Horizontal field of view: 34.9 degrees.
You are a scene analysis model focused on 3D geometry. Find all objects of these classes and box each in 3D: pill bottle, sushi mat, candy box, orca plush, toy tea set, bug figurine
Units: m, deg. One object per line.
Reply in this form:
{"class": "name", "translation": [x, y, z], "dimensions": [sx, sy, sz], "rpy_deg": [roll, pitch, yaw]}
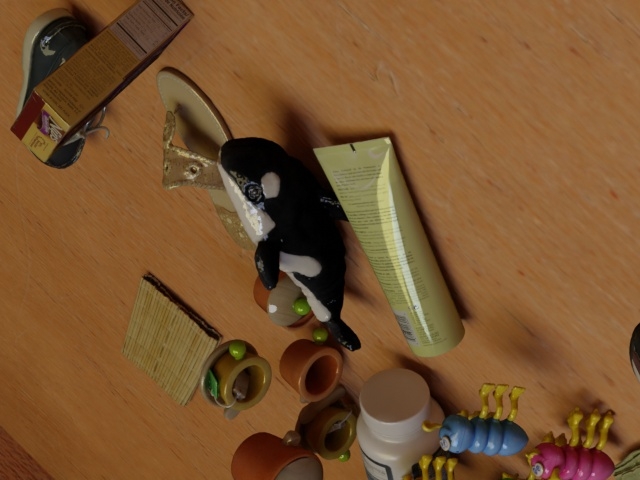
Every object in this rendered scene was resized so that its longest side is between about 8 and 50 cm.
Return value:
{"class": "pill bottle", "translation": [0.100, 0.239, 1.213], "dimensions": [0.108, 0.108, 0.180], "rpy_deg": [22, 143, 33]}
{"class": "sushi mat", "translation": [-0.244, 0.166, 1.618], "dimensions": [0.151, 0.019, 0.316], "rpy_deg": [42, 149, 7]}
{"class": "candy box", "translation": [-0.218, -0.169, 1.018], "dimensions": [0.053, 0.187, 0.109], "rpy_deg": [47, 149, -9]}
{"class": "orca plush", "translation": [0.000, 0.000, 1.053], "dimensions": [0.102, 0.151, 0.287], "rpy_deg": [-12, 120, 19]}
{"class": "toy tea set", "translation": [-0.028, 0.193, 1.227], "dimensions": [0.124, 0.200, 0.336], "rpy_deg": [25, 140, 44]}
{"class": "bug figurine", "translation": [0.181, 0.240, 1.052], "dimensions": [0.216, 0.072, 0.279], "rpy_deg": [5, 146, -10]}

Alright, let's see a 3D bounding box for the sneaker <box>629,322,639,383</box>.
{"class": "sneaker", "translation": [0.332, 0.087, 0.720], "dimensions": [0.281, 0.106, 0.163], "rpy_deg": [-133, 29, -52]}

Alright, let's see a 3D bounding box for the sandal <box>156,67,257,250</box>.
{"class": "sandal", "translation": [-0.138, -0.071, 1.147], "dimensions": [0.088, 0.079, 0.240], "rpy_deg": [7, 133, 45]}

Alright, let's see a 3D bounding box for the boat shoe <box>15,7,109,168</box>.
{"class": "boat shoe", "translation": [-0.305, -0.164, 1.226], "dimensions": [0.079, 0.095, 0.254], "rpy_deg": [47, 142, 19]}

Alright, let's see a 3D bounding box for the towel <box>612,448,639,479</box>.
{"class": "towel", "translation": [0.366, 0.255, 0.995], "dimensions": [0.148, 0.027, 0.110], "rpy_deg": [41, 148, 7]}

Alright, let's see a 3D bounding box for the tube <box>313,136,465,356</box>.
{"class": "tube", "translation": [0.077, 0.005, 1.013], "dimensions": [0.062, 0.070, 0.240], "rpy_deg": [-109, -7, -67]}
